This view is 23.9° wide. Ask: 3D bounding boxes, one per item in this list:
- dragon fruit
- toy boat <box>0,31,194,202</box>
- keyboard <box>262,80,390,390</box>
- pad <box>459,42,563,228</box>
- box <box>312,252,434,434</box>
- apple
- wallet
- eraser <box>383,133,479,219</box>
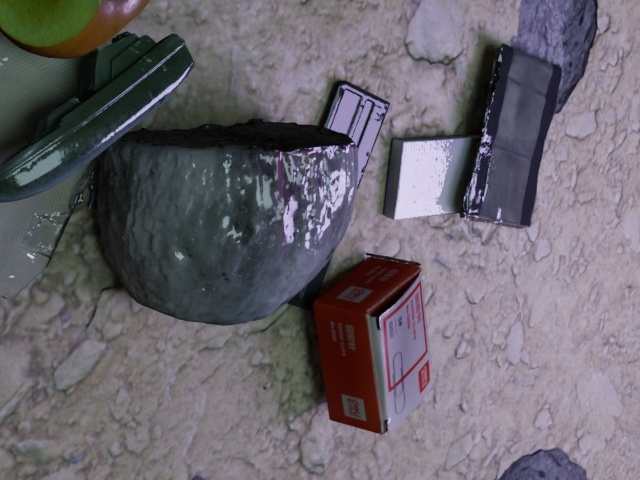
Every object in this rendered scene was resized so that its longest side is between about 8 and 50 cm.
[{"bbox_3d":[-0.085,-0.013,1.633,0.283,0.204,0.221,-6,109,-40],"label":"dragon fruit"},{"bbox_3d":[-0.235,-0.120,1.453,0.260,0.078,0.085,-42,104,-26],"label":"toy boat"},{"bbox_3d":[-0.009,-0.001,1.828,0.103,0.041,0.381,22,83,-44],"label":"keyboard"},{"bbox_3d":[0.258,-0.132,2.011,0.174,0.022,0.233,10,94,-52],"label":"pad"},{"bbox_3d":[0.072,0.128,1.881,0.133,0.099,0.182,-37,129,-47],"label":"box"},{"bbox_3d":[-0.227,-0.254,1.389,0.146,0.147,0.163,57,45,-21],"label":"apple"},{"bbox_3d":[-0.335,-0.094,1.474,0.275,0.068,0.335,25,91,-42],"label":"wallet"},{"bbox_3d":[0.147,-0.082,1.945,0.150,0.023,0.103,-6,108,-41],"label":"eraser"}]
